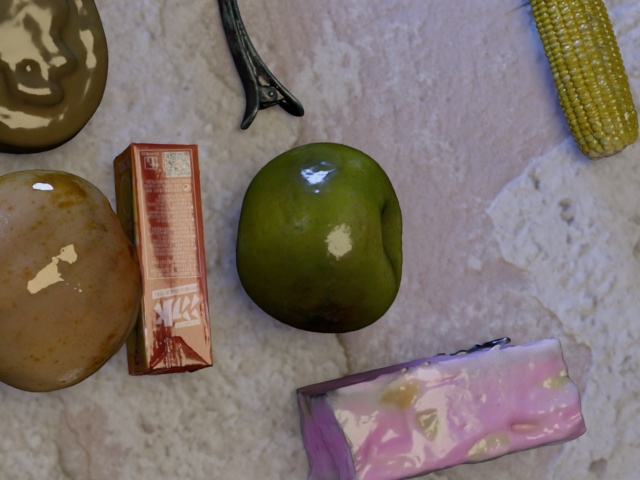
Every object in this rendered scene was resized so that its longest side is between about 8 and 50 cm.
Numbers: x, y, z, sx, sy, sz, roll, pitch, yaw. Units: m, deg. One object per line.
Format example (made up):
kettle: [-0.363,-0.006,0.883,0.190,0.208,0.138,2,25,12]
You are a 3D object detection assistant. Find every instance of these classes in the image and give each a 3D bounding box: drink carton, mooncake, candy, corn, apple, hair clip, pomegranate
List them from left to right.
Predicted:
mooncake: [-0.320,-0.199,1.486,0.235,0.117,0.234,2,84,-16]
pomegranate: [-0.265,0.036,1.423,0.207,0.207,0.207,3,82,-18]
drink carton: [-0.156,0.020,1.517,0.071,0.096,0.222,-2,83,-19]
hair clip: [-0.082,-0.232,1.609,0.070,0.039,0.229,-15,86,-18]
apple: [0.000,0.000,1.528,0.157,0.196,0.196,0,81,12]
candy: [0.117,0.173,1.555,0.265,0.155,0.115,-10,89,-19]
corn: [0.290,-0.213,1.706,0.081,0.081,0.248,-16,88,-20]
